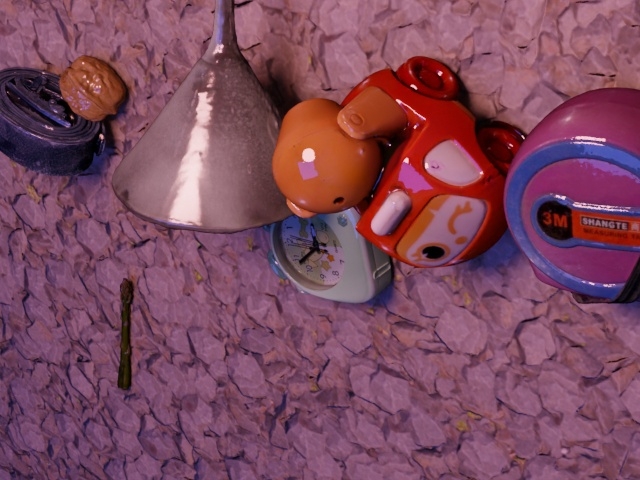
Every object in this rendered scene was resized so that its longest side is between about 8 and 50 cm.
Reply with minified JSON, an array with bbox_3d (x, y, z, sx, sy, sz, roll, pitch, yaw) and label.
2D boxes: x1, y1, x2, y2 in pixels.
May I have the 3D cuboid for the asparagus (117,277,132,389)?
[{"bbox_3d":[-0.313,0.149,2.044,0.023,0.022,0.233,-107,19,-52],"label":"asparagus"}]

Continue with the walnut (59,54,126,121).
[{"bbox_3d":[-0.323,-0.214,1.811,0.079,0.082,0.096,-43,92,14],"label":"walnut"}]

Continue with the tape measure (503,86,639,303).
[{"bbox_3d":[0.318,-0.037,1.356,0.231,0.149,0.245,11,127,31],"label":"tape measure"}]

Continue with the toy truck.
[{"bbox_3d":[0.083,-0.071,1.453,0.265,0.239,0.189,43,133,11],"label":"toy truck"}]

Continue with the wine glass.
[{"bbox_3d":[-0.112,-0.240,1.501,0.267,0.267,0.406,24,126,27],"label":"wine glass"}]

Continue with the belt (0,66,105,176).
[{"bbox_3d":[-0.401,-0.175,1.851,0.190,0.141,0.082,36,133,17],"label":"belt"}]

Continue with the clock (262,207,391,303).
[{"bbox_3d":[-0.001,0.000,1.684,0.188,0.060,0.148,7,119,36],"label":"clock"}]
